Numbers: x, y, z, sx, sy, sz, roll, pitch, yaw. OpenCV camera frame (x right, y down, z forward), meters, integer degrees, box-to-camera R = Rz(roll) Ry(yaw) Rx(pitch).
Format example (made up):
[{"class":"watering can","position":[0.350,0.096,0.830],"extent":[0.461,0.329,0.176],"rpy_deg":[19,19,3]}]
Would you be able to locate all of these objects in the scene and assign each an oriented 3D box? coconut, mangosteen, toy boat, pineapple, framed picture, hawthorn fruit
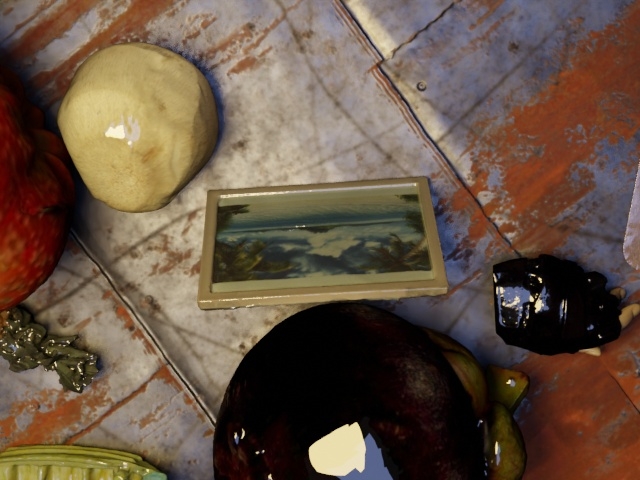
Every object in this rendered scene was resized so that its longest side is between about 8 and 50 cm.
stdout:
[{"class":"coconut","position":[-0.236,-0.152,1.235],"extent":[0.224,0.224,0.224],"rpy_deg":[0,96,0]},{"class":"mangosteen","position":[0.073,0.270,1.217],"extent":[0.435,0.382,0.382],"rpy_deg":[-1,98,-36]},{"class":"toy boat","position":[-0.346,0.350,1.335],"extent":[0.276,0.084,0.111],"rpy_deg":[2,93,6]},{"class":"pineapple","position":[-0.427,0.140,1.302],"extent":[0.251,0.125,0.125],"rpy_deg":[26,95,-8]},{"class":"framed picture","position":[0.000,0.000,1.243],"extent":[0.315,0.232,0.024],"rpy_deg":[-3,131,-1]},{"class":"hawthorn fruit","position":[-0.500,-0.058,1.105],"extent":[0.402,0.403,0.403],"rpy_deg":[0,96,0]}]

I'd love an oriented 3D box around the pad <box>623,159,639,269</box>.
[{"class":"pad","position":[0.535,-0.078,1.333],"extent":[0.176,0.002,0.266],"rpy_deg":[9,96,-1]}]

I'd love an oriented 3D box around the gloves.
[{"class":"gloves","position":[0.343,0.092,1.302],"extent":[0.203,0.124,0.164],"rpy_deg":[-3,115,8]}]
